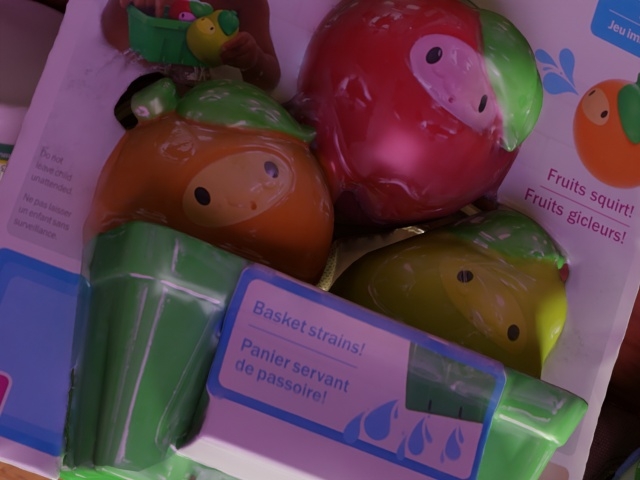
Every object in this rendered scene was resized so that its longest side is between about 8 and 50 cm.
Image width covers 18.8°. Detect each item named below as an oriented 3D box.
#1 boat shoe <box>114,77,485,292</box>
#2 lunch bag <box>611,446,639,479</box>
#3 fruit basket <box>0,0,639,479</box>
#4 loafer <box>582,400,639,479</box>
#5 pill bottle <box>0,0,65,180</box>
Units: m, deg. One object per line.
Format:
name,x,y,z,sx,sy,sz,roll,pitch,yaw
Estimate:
boat shoe,-0.004,0.006,1.050,0.257,0.095,0.095,20,124,-16
lunch bag,0.258,0.209,1.134,0.303,0.115,0.243,-41,131,-3
fruit basket,0.021,-0.021,0.919,0.327,0.165,0.353,24,82,-18
loafer,0.128,0.243,1.208,0.130,0.134,0.366,5,126,-7
pill bottle,-0.184,-0.015,1.015,0.117,0.117,0.208,12,125,-11
